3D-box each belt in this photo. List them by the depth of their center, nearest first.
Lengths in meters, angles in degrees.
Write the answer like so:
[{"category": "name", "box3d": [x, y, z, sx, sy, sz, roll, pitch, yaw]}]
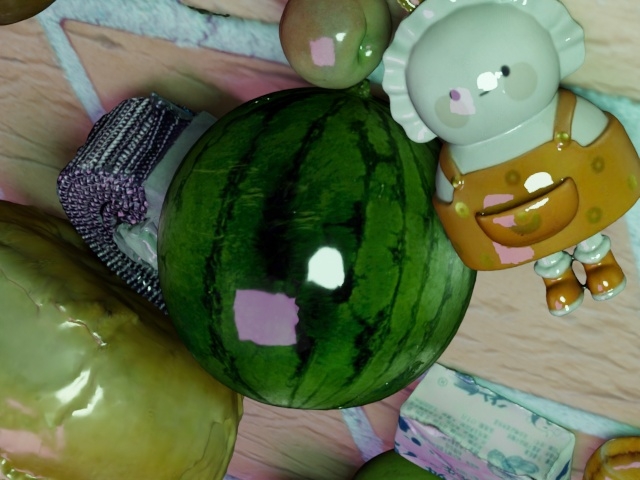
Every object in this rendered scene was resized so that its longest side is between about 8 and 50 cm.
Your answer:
[{"category": "belt", "box3d": [-0.080, 0.008, 1.449, 0.325, 0.122, 0.260, 34, 156, 3]}]

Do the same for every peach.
[{"category": "peach", "box3d": [0.008, -0.148, 1.156, 0.083, 0.083, 0.083, 28, 150, 18]}]

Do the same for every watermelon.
[{"category": "watermelon", "box3d": [-0.001, 0.005, 1.209, 0.242, 0.242, 0.242, 28, 150, 18]}]

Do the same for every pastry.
[{"category": "pastry", "box3d": [-0.263, 0.131, 1.606, 0.410, 0.245, 0.409, 37, -177, -2]}]

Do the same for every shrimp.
[{"category": "shrimp", "box3d": [0.294, 0.254, 1.450, 0.150, 0.068, 0.248, 23, 144, 14]}]

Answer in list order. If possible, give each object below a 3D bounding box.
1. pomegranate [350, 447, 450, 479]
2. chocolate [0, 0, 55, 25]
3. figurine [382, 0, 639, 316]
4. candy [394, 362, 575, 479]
[{"category": "pomegranate", "box3d": [0.112, 0.285, 1.575, 0.211, 0.179, 0.179, -11, 132, 16]}, {"category": "chocolate", "box3d": [-0.250, -0.244, 1.231, 0.177, 0.176, 0.176, 28, 150, 18]}, {"category": "figurine", "box3d": [0.126, -0.079, 1.097, 0.143, 0.143, 0.271, -23, 91, 58]}, {"category": "candy", "box3d": [0.150, 0.187, 1.498, 0.160, 0.073, 0.092, 26, 147, 21]}]
